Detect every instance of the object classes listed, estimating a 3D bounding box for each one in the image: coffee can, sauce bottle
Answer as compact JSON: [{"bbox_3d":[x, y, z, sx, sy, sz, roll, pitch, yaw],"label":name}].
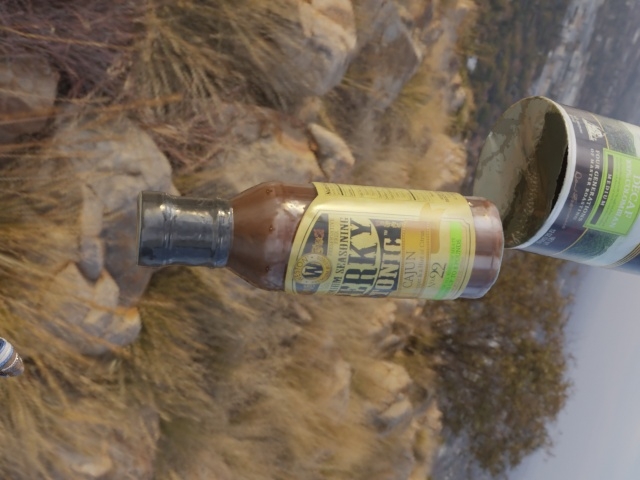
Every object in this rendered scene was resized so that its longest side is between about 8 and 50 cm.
[{"bbox_3d":[0.375,-0.063,1.045,0.201,0.275,0.202,-170,-90,-69],"label":"coffee can"},{"bbox_3d":[0.000,0.000,0.743,0.111,0.344,0.112,-178,-90,-76],"label":"sauce bottle"}]

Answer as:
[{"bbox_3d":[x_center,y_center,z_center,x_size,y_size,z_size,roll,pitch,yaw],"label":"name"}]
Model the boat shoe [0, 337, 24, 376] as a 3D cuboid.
[{"bbox_3d":[-0.540,0.190,1.253,0.066,0.183,0.066,-52,127,-27],"label":"boat shoe"}]
